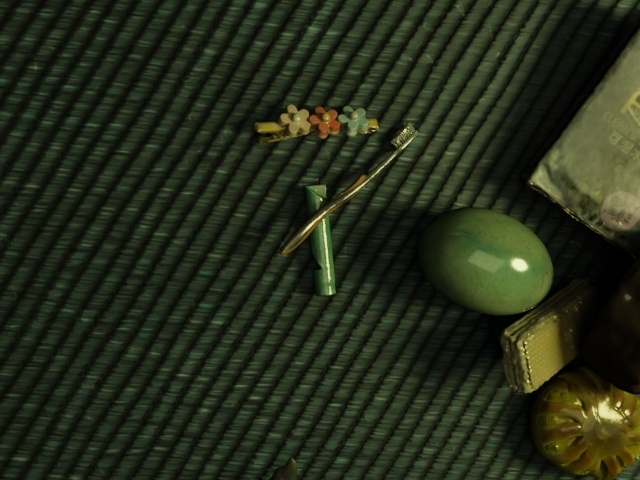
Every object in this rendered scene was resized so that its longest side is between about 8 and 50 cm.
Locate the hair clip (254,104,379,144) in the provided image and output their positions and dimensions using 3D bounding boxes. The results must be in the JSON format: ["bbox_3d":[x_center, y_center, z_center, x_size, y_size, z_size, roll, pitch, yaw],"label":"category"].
[{"bbox_3d":[-0.005,-0.195,1.549,0.214,0.056,0.062,-8,62,-7],"label":"hair clip"}]

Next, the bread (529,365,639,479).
[{"bbox_3d":[0.475,0.319,1.632,0.213,0.105,0.213,0,91,-8],"label":"bread"}]

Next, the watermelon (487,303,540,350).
[{"bbox_3d":[0.348,0.153,1.620,0.106,0.062,0.105,-1,104,-6],"label":"watermelon"}]

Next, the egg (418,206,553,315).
[{"bbox_3d":[0.275,0.036,1.547,0.237,0.169,0.169,18,91,-10],"label":"egg"}]

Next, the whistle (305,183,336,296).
[{"bbox_3d":[0.000,0.000,1.570,0.039,0.039,0.186,-6,95,-8],"label":"whistle"}]

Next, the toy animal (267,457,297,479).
[{"bbox_3d":[-0.173,0.517,1.562,0.367,0.081,0.205,-23,101,1],"label":"toy animal"}]

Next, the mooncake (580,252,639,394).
[{"bbox_3d":[0.561,0.124,1.539,0.141,0.283,0.283,35,88,26],"label":"mooncake"}]

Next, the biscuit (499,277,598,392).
[{"bbox_3d":[0.389,0.156,1.566,0.239,0.062,0.108,-28,114,-38],"label":"biscuit"}]

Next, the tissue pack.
[{"bbox_3d":[0.541,-0.175,1.574,0.259,0.122,0.361,36,99,-5],"label":"tissue pack"}]

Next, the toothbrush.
[{"bbox_3d":[0.048,-0.083,1.553,0.321,0.023,0.031,-45,102,-14],"label":"toothbrush"}]
